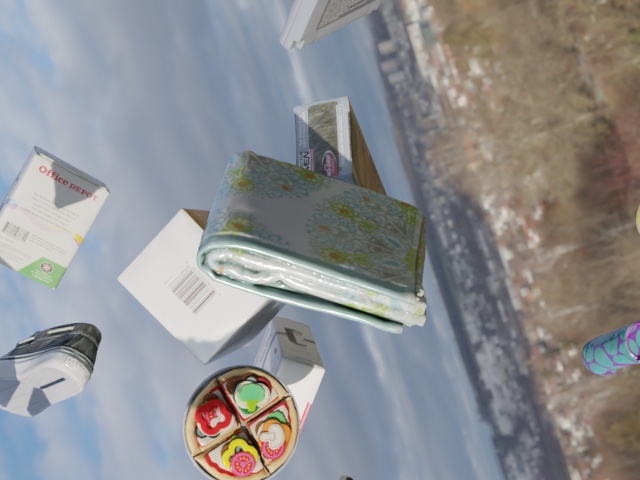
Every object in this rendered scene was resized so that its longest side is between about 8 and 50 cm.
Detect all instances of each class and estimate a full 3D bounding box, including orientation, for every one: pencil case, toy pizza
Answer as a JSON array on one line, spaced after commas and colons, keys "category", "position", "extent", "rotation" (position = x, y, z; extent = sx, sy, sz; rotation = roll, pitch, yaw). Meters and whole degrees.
[{"category": "pencil case", "position": [0.466, 0.169, 1.813], "extent": [0.070, 0.064, 0.151], "rotation": [34, 160, -5]}, {"category": "toy pizza", "position": [-0.126, 0.306, 1.933], "extent": [0.032, 0.201, 0.201], "rotation": [-15, 94, 71]}]

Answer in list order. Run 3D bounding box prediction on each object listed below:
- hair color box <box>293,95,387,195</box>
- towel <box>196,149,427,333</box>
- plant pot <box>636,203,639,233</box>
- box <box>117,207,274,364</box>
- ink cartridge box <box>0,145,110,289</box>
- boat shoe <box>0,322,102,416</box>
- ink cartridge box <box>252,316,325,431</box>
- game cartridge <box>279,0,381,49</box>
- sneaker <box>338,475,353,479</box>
[{"category": "hair color box", "position": [0.051, -0.092, 2.311], "extent": [0.374, 0.113, 0.185], "rotation": [62, -159, -55]}, {"category": "towel", "position": [0.000, 0.000, 1.942], "extent": [0.320, 0.374, 0.090], "rotation": [-79, 9, -60]}, {"category": "plant pot", "position": [0.644, -0.032, 2.083], "extent": [0.095, 0.134, 0.134], "rotation": [-121, 8, -59]}, {"category": "box", "position": [-0.187, 0.076, 2.112], "extent": [0.215, 0.168, 0.345], "rotation": [44, -174, 5]}, {"category": "ink cartridge box", "position": [-0.505, -0.044, 2.152], "extent": [0.154, 0.212, 0.093], "rotation": [29, -175, -22]}, {"category": "boat shoe", "position": [-0.481, 0.220, 2.040], "extent": [0.121, 0.335, 0.119], "rotation": [50, -132, -25]}, {"category": "ink cartridge box", "position": [-0.071, 0.262, 2.285], "extent": [0.218, 0.092, 0.159], "rotation": [-112, 41, -72]}, {"category": "game cartridge", "position": [0.052, -0.475, 2.156], "extent": [0.062, 0.297, 0.198], "rotation": [38, 134, 16]}, {"category": "sneaker", "position": [0.091, 0.518, 2.135], "extent": [0.217, 0.121, 0.079], "rotation": [-91, -1, -54]}]
